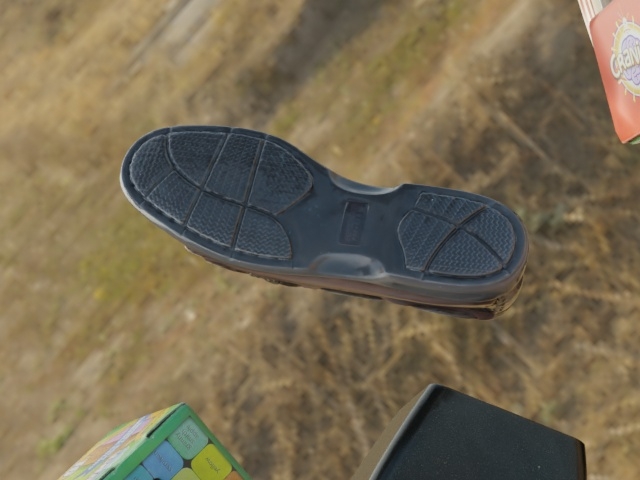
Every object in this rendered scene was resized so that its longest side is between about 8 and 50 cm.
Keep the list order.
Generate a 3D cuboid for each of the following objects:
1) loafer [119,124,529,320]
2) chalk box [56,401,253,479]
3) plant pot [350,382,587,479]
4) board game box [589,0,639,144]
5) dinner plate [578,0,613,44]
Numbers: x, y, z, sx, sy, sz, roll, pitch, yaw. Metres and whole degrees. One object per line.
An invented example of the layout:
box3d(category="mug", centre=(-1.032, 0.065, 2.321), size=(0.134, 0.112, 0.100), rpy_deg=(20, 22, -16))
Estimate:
box3d(category="loafer", centre=(0.000, 0.000, 1.194), size=(0.095, 0.302, 0.109), rpy_deg=(83, -156, -59))
box3d(category="chalk box", centre=(-0.181, 0.307, 1.828), size=(0.179, 0.180, 0.289), rpy_deg=(-43, 9, -29))
box3d(category="plant pot", centre=(0.102, 0.215, 1.254), size=(0.187, 0.188, 0.167), rpy_deg=(119, 171, -71))
box3d(category="board game box", centre=(0.303, -0.128, 0.697), size=(0.316, 0.064, 0.242), rpy_deg=(-13, -7, -11))
box3d(category="dinner plate", centre=(0.221, -0.186, 1.306), size=(0.017, 0.141, 0.141), rpy_deg=(-17, 25, 3))
